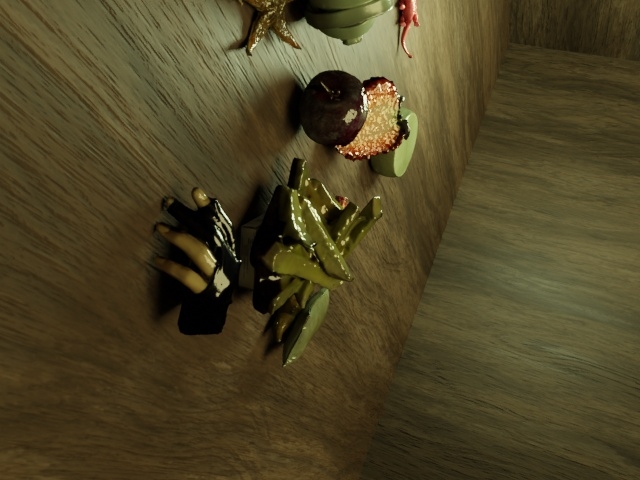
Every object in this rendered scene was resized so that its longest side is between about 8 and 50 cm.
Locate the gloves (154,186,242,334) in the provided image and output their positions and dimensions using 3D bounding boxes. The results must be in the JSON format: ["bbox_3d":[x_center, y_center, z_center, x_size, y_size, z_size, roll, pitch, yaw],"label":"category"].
[{"bbox_3d":[-0.238,0.036,1.328,0.197,0.152,0.300,-92,170,-62],"label":"gloves"}]

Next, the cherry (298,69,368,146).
[{"bbox_3d":[0.031,-0.332,1.676,0.195,0.195,0.195,-50,148,-47],"label":"cherry"}]

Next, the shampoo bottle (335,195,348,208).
[{"bbox_3d":[0.036,-0.031,2.068,0.108,0.051,0.220,26,81,-66],"label":"shampoo bottle"}]

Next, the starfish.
[{"bbox_3d":[-0.112,-0.468,1.399,0.247,0.050,0.138,-29,132,-52],"label":"starfish"}]

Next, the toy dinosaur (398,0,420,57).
[{"bbox_3d":[0.299,-0.773,2.223,0.286,0.070,0.138,81,10,-50],"label":"toy dinosaur"}]

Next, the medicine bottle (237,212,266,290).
[{"bbox_3d":[-0.140,0.014,1.659,0.201,0.052,0.171,-35,135,-61],"label":"medicine bottle"}]

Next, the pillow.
[{"bbox_3d":[-0.040,0.254,1.992,0.184,0.075,0.302,-66,174,15],"label":"pillow"}]

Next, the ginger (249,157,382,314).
[{"bbox_3d":[0.000,0.000,1.656,0.413,0.211,0.358,-56,151,-44],"label":"ginger"}]

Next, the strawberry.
[{"bbox_3d":[0.117,-0.362,1.981,0.306,0.138,0.233,-23,109,-33],"label":"strawberry"}]

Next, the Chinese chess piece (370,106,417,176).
[{"bbox_3d":[0.261,-0.348,2.337,0.250,0.101,0.250,-50,148,-47],"label":"Chinese chess piece"}]

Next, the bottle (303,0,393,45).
[{"bbox_3d":[0.053,-0.584,1.489,0.351,0.229,0.229,88,24,-69],"label":"bottle"}]

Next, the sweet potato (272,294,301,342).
[{"bbox_3d":[-0.079,0.180,1.915,0.067,0.067,0.273,81,28,-48],"label":"sweet potato"}]
